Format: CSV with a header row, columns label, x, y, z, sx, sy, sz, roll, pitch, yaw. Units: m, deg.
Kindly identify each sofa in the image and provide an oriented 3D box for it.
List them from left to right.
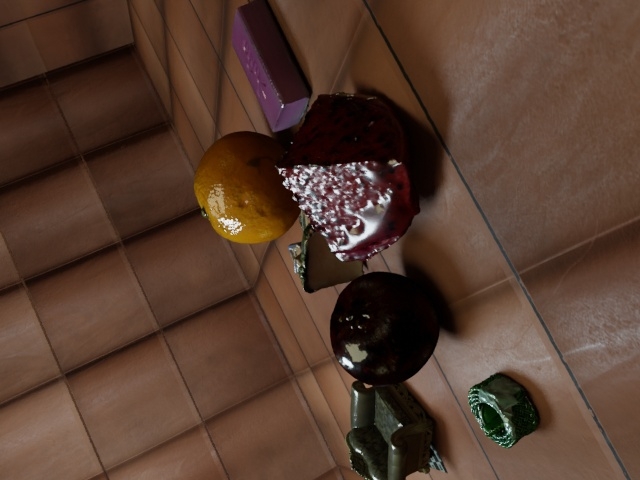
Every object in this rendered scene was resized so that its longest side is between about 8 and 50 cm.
label,x,y,z,sx,sy,sz,roll,pitch,yaw
sofa,0.163,0.503,1.753,0.258,0.181,0.200,-130,32,-49

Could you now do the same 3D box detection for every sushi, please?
label,x,y,z,sx,sy,sz,roll,pitch,yaw
sushi,0.273,0.575,1.834,0.139,0.031,0.201,64,165,7

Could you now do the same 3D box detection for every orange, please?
label,x,y,z,sx,sy,sz,roll,pitch,yaw
orange,-0.190,-0.142,1.796,0.312,0.312,0.312,57,162,29

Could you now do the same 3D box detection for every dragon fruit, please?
label,x,y,z,sx,sy,sz,roll,pitch,yaw
dragon fruit,0.034,-0.098,1.231,0.302,0.240,0.330,-104,10,-47

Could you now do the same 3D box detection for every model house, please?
label,x,y,z,sx,sy,sz,roll,pitch,yaw
model house,0.000,0.000,1.645,0.172,0.166,0.183,-129,32,-52

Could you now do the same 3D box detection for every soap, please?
label,x,y,z,sx,sy,sz,roll,pitch,yaw
soap,-0.122,-0.405,1.562,0.260,0.081,0.181,65,165,4

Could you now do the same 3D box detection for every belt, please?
label,x,y,z,sx,sy,sz,roll,pitch,yaw
belt,0.318,0.309,1.192,0.121,0.079,0.151,64,164,4

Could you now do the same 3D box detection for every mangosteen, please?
label,x,y,z,sx,sy,sz,roll,pitch,yaw
mangosteen,0.145,0.190,1.384,0.261,0.235,0.235,33,-166,-47
